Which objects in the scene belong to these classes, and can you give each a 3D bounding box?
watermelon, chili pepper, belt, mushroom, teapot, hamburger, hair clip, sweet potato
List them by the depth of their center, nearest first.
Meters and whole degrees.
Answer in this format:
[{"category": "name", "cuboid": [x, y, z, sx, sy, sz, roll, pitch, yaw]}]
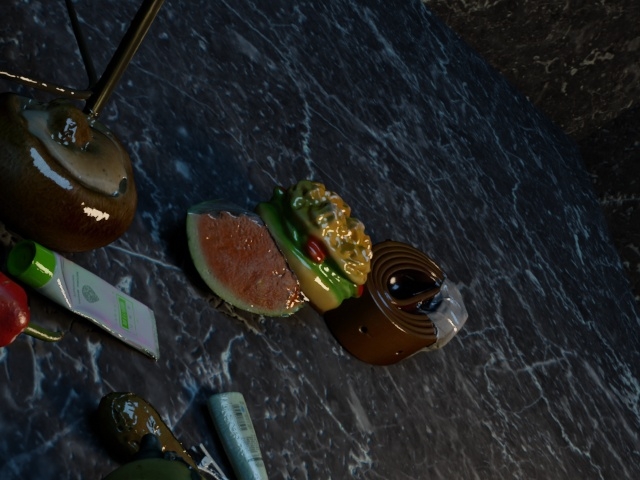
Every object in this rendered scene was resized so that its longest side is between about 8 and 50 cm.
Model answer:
[{"category": "teapot", "cuboid": [-0.178, 0.351, 1.263, 0.182, 0.173, 0.269, 51, 23, -73]}, {"category": "chili pepper", "cuboid": [-0.440, 0.007, 1.279, 0.368, 0.092, 0.137, 50, 25, -13]}, {"category": "sweet potato", "cuboid": [-0.201, 0.282, 1.394, 0.233, 0.062, 0.081, 56, 42, -5]}, {"category": "mushroom", "cuboid": [-0.349, -0.090, 1.447, 0.253, 0.153, 0.253, 37, 24, -19]}, {"category": "hair clip", "cuboid": [-0.139, 0.325, 1.479, 0.115, 0.030, 0.039, 48, 47, -9]}, {"category": "watermelon", "cuboid": [-0.133, 0.027, 1.763, 0.231, 0.128, 0.146, 61, -6, -16]}, {"category": "hamburger", "cuboid": [0.000, 0.000, 1.869, 0.237, 0.149, 0.237, 52, 5, -6]}, {"category": "belt", "cuboid": [0.142, 0.115, 2.062, 0.338, 0.122, 0.217, -4, 61, -59]}]

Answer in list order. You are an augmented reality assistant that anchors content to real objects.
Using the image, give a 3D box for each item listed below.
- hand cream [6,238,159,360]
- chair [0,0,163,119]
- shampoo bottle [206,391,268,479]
[{"category": "hand cream", "cuboid": [-0.297, 0.079, 1.456, 0.275, 0.050, 0.079, 40, 56, -50]}, {"category": "chair", "cuboid": [-0.377, -0.405, 1.488, 0.362, 0.410, 0.365, 13, 49, -53]}, {"category": "shampoo bottle", "cuboid": [-0.103, 0.303, 1.543, 0.069, 0.041, 0.191, 17, 46, -59]}]
